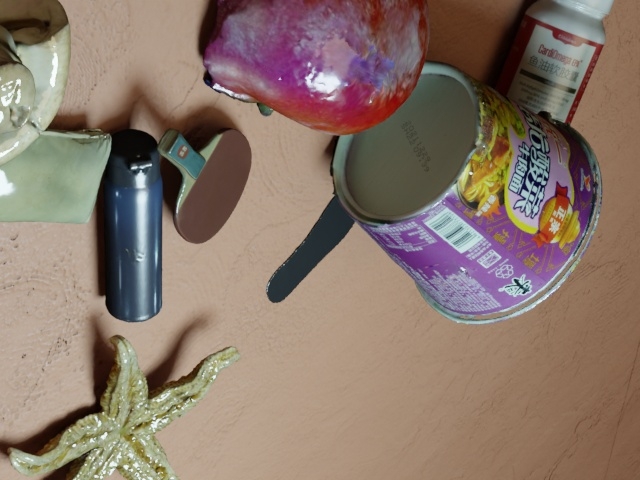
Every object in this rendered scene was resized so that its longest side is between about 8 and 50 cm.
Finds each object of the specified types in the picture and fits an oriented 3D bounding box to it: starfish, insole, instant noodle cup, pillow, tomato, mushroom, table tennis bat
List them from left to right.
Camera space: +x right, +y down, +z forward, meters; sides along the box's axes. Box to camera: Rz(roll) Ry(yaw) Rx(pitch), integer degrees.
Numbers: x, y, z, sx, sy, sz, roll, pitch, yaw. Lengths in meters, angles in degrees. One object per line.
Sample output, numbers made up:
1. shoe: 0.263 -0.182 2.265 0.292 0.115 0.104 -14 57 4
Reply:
1. mushroom: -0.361 -0.143 1.493 0.253 0.195 0.189 -22 134 -35
2. pillow: -0.326 -0.074 1.701 0.208 0.053 0.119 -1 113 -46
3. starfish: -0.253 0.265 1.989 0.375 0.094 0.327 -44 132 -9
4. table tennis bat: -0.147 -0.080 1.875 0.154 0.021 0.274 -61 161 -7
5. insole: 0.000 0.000 2.177 0.232 0.003 0.080 -50 143 -11
6. tomato: 0.028 -0.269 1.880 0.335 0.176 0.290 15 100 -52
7. instant noodle cup: 0.185 -0.085 2.102 0.266 0.340 0.340 33 89 -43

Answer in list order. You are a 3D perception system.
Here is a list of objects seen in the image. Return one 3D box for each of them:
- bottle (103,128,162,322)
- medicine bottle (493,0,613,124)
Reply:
1. bottle: -0.229 -0.018 1.836 0.072 0.082 0.244 -8 126 -18
2. medicine bottle: 0.351 -0.271 2.291 0.131 0.131 0.250 4 112 -51
